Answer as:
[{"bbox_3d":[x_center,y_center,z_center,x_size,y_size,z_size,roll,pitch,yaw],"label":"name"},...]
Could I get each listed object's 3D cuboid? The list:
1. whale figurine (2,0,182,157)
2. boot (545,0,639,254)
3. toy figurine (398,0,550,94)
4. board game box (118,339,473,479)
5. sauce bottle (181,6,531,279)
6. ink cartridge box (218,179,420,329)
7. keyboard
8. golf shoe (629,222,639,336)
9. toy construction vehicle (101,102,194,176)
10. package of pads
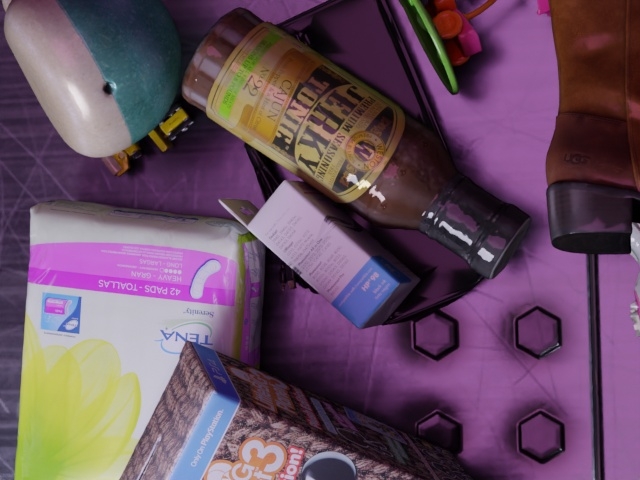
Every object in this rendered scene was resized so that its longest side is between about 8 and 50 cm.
[{"bbox_3d":[-0.219,-0.192,1.717,0.141,0.272,0.216,-30,119,-8],"label":"whale figurine"},{"bbox_3d":[0.326,-0.125,1.591,0.264,0.096,0.280,0,72,10],"label":"boot"},{"bbox_3d":[0.155,-0.244,1.697,0.159,0.130,0.173,-27,59,0],"label":"toy figurine"},{"bbox_3d":[-0.034,0.264,1.654,0.291,0.141,0.232,24,98,-18],"label":"board game box"},{"bbox_3d":[0.035,-0.087,1.683,0.344,0.111,0.111,32,98,11],"label":"sauce bottle"},{"bbox_3d":[0.000,0.000,1.694,0.180,0.104,0.060,42,100,10],"label":"ink cartridge box"},{"bbox_3d":[0.025,-0.069,1.757,0.201,0.033,0.317,-22,84,13],"label":"keyboard"},{"bbox_3d":[0.339,0.030,1.635,0.140,0.115,0.306,-15,88,11],"label":"golf shoe"},{"bbox_3d":[-0.185,-0.117,1.813,0.098,0.035,0.086,-42,85,6],"label":"toy construction vehicle"},{"bbox_3d":[-0.170,0.118,1.768,0.229,0.101,0.296,7,97,15],"label":"package of pads"}]
